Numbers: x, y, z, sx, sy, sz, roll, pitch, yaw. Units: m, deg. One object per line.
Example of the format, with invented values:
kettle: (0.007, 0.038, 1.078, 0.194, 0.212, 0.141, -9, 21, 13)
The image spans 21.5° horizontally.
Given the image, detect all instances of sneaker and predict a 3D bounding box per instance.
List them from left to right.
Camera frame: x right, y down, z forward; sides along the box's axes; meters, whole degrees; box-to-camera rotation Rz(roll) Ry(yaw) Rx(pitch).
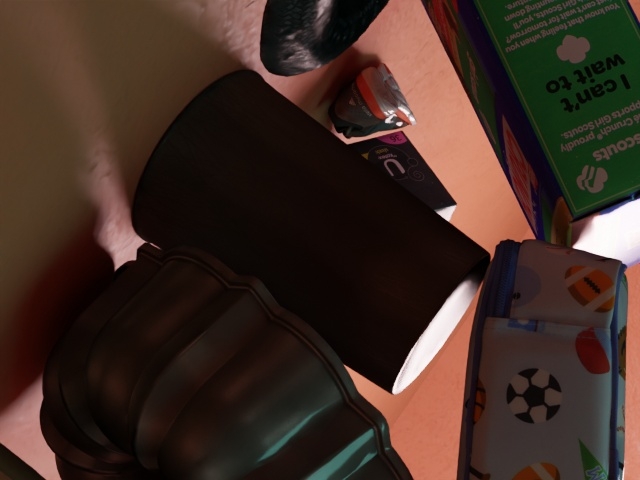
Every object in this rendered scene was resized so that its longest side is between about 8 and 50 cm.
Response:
sneaker: (0.040, -0.122, 1.525, 0.065, 0.061, 0.158, -30, 171, 12)

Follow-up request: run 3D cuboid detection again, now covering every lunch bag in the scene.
lunch bag: (0.151, 0.153, 1.208, 0.243, 0.114, 0.303, 29, 70, -85)

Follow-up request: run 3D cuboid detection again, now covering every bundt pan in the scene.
bundt pan: (-0.083, 0.171, 1.213, 0.124, 0.331, 0.331, -36, 159, -30)

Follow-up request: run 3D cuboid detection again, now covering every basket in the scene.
basket: (0.000, 0.000, 1.261, 0.154, 0.227, 0.204, -55, 168, -1)

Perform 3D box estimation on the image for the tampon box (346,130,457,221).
tampon box: (0.031, -0.004, 1.563, 0.120, 0.101, 0.161, -16, 146, -31)

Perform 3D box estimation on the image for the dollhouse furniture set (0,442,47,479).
dollhouse furniture set: (-0.270, 0.338, 1.073, 0.394, 0.256, 0.362, -54, 167, -7)

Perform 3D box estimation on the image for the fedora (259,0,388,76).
fedora: (0.009, -0.244, 0.835, 0.334, 0.152, 0.334, -59, 174, -10)

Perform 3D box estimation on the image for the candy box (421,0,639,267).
candy box: (0.180, -0.139, 1.343, 0.122, 0.317, 0.268, -25, 165, 0)
